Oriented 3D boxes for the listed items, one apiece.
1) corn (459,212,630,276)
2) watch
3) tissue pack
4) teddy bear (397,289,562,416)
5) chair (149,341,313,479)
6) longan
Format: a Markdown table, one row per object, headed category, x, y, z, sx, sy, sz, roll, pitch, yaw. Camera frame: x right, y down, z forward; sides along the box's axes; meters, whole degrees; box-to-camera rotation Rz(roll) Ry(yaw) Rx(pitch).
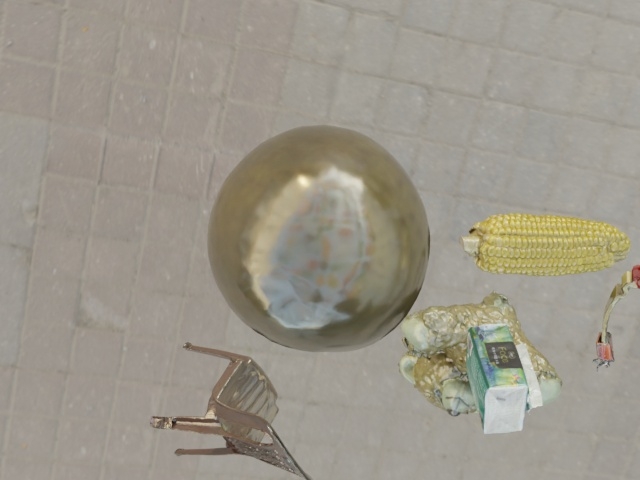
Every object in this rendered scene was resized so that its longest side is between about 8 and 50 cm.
| category | x | y | z | sx | sy | sz | roll | pitch | yaw |
| --- | --- | --- | --- | --- | --- | --- | --- | --- | --- |
| corn | 0.448 | 0.010 | 1.752 | 0.346 | 0.130 | 0.130 | 1 | 108 | -7 |
| watch | 0.512 | 0.164 | 1.360 | 0.164 | 0.102 | 0.268 | 22 | 112 | 14 |
| tissue pack | 0.231 | 0.172 | 1.102 | 0.079 | 0.111 | 0.085 | -5 | 126 | -1 |
| teddy bear | 0.241 | 0.203 | 1.449 | 0.267 | 0.156 | 0.256 | 28 | 136 | 2 |
| chair | -0.131 | 0.312 | 1.587 | 0.183 | 0.326 | 0.176 | -60 | 135 | -35 |
| longan | 0.000 | 0.000 | 0.962 | 0.258 | 0.258 | 0.258 | -3 | 108 | -9 |
